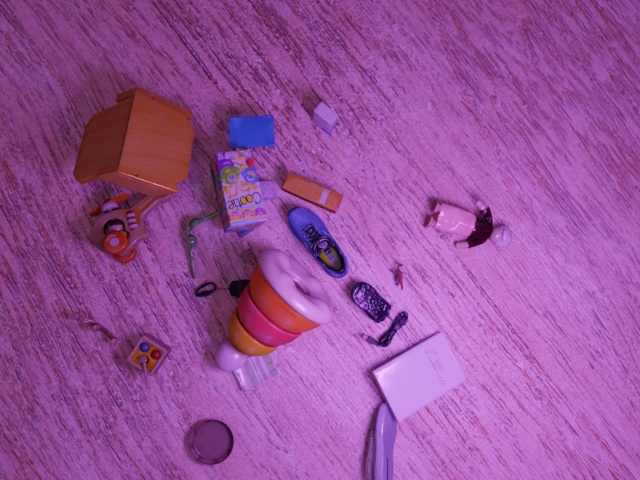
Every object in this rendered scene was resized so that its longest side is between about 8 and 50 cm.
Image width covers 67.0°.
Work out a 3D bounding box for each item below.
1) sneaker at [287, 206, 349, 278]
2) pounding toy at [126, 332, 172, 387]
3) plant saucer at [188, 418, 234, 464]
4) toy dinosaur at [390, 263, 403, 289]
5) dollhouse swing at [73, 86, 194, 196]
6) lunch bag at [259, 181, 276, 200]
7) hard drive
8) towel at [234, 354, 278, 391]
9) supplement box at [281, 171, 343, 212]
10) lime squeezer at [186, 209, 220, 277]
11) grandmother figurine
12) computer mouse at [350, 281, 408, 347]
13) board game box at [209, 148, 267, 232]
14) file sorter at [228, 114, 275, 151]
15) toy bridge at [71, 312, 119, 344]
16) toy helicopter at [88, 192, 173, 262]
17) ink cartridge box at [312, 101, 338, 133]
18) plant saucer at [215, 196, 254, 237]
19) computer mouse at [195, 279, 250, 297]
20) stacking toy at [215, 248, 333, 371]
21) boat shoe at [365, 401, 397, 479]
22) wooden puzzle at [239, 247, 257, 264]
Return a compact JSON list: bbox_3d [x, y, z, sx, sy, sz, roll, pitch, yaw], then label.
[{"bbox_3d":[0.000,0.000,1.839,0.130,0.147,0.330,-40,88,-6],"label":"sneaker"},{"bbox_3d":[-0.637,0.442,1.790,0.130,0.100,0.141,33,84,0],"label":"pounding toy"},{"bbox_3d":[-0.407,0.752,1.814,0.169,0.029,0.168,0,86,-4],"label":"plant saucer"},{"bbox_3d":[0.314,0.134,1.888,0.047,0.090,0.082,-9,118,-19],"label":"toy dinosaur"},{"bbox_3d":[-0.705,-0.337,1.835,0.315,0.305,0.346,19,64,-38],"label":"dollhouse swing"},{"bbox_3d":[-0.216,-0.191,1.890,0.084,0.053,0.070,-8,85,-29],"label":"lunch bag"},{"bbox_3d":[0.376,0.515,1.843,0.319,0.040,0.210,-26,87,-16],"label":"hard drive"},{"bbox_3d":[-0.250,0.495,1.846,0.152,0.023,0.113,-26,88,-5],"label":"towel"},{"bbox_3d":[-0.032,-0.186,1.888,0.234,0.078,0.080,22,84,-2],"label":"supplement box"},{"bbox_3d":[-0.468,-0.015,1.867,0.110,0.059,0.310,25,87,-28],"label":"lime squeezer"},{"bbox_3d":[0.597,-0.061,1.908,0.343,0.104,0.207,20,112,-4],"label":"grandmother figurine"},{"bbox_3d":[0.196,0.291,1.873,0.262,0.060,0.184,37,80,-11],"label":"computer mouse"},{"bbox_3d":[-0.312,-0.183,1.817,0.142,0.144,0.274,-11,83,-23],"label":"board game box"},{"bbox_3d":[-0.263,-0.409,1.879,0.171,0.104,0.118,-4,85,-4],"label":"file sorter"},{"bbox_3d":[-0.836,0.325,1.807,0.188,0.063,0.026,34,84,-1],"label":"toy bridge"},{"bbox_3d":[-0.719,-0.104,1.838,0.235,0.140,0.355,41,74,10],"label":"toy helicopter"},{"bbox_3d":[0.018,-0.477,1.891,0.089,0.122,0.052,39,85,0],"label":"ink cartridge box"},{"bbox_3d":[-0.337,-0.107,1.894,0.067,0.018,0.192,-32,89,-5],"label":"plant saucer"},{"bbox_3d":[-0.360,0.190,1.863,0.243,0.041,0.071,-3,77,3],"label":"computer mouse"},{"bbox_3d":[-0.223,0.297,1.762,0.350,0.350,0.480,46,101,1],"label":"stacking toy"},{"bbox_3d":[0.218,0.761,1.813,0.109,0.094,0.301,26,65,-44],"label":"boat shoe"},{"bbox_3d":[-0.284,0.063,1.888,0.049,0.006,0.083,-30,88,-5],"label":"wooden puzzle"}]
